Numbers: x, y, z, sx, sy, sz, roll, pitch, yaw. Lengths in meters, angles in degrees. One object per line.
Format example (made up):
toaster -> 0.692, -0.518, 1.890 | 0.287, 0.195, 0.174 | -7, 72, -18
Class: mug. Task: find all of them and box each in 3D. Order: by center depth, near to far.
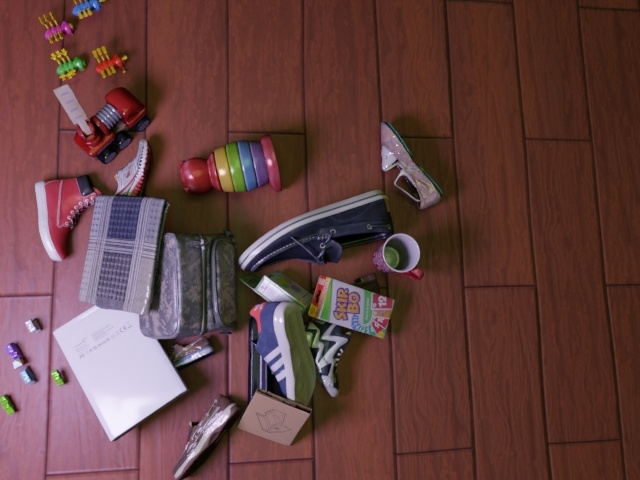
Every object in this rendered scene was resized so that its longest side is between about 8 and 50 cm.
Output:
mug -> 0.227, 0.064, 1.687 | 0.113, 0.169, 0.150 | -19, 86, -11

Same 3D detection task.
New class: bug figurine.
bug figurine -> -0.723, -0.606, 1.696 | 0.216, 0.072, 0.279 | -21, 90, -4

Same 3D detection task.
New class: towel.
towel -> -0.541, 0.036, 1.535 | 0.312, 0.056, 0.324 | 5, 84, 34

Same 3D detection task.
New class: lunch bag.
lunch bag -> -0.352, 0.121, 1.575 | 0.256, 0.213, 0.305 | 5, 79, -48

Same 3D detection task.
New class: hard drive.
hard drive -> -0.557, 0.337, 1.552 | 0.233, 0.047, 0.353 | -33, 72, -11

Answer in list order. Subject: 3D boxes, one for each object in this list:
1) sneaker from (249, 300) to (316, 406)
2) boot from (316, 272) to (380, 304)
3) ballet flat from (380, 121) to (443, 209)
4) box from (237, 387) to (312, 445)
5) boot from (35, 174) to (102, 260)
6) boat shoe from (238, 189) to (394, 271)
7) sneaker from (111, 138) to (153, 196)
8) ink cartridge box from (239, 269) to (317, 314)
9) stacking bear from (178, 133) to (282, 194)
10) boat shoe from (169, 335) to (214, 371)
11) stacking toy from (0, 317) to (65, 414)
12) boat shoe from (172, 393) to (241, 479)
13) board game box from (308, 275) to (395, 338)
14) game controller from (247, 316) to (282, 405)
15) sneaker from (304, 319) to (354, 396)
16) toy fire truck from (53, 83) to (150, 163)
sneaker -> -0.115, 0.326, 1.577 | 0.148, 0.131, 0.350 | 2, 110, 30
boot -> 0.088, 0.183, 1.695 | 0.219, 0.082, 0.106 | -21, 83, -13
ballet flat -> 0.262, -0.231, 1.773 | 0.106, 0.107, 0.316 | -37, 88, 2
box -> -0.132, 0.503, 1.572 | 0.164, 0.201, 0.021 | 23, 39, -5
boot -> -0.714, -0.069, 1.614 | 0.176, 0.088, 0.244 | -10, 80, -11
boat shoe -> 0.000, 0.000, 1.660 | 0.500, 0.187, 0.156 | -21, 79, -16
sneaker -> -0.562, -0.200, 1.652 | 0.093, 0.088, 0.225 | 17, 80, -4
ink cartridge box -> -0.121, 0.144, 1.630 | 0.209, 0.109, 0.062 | 36, 105, 10
stacking bear -> -0.275, -0.212, 1.667 | 0.289, 0.164, 0.175 | -13, 84, -5
boat shoe -> -0.403, 0.335, 1.615 | 0.183, 0.066, 0.066 | -22, 70, -10
stacking toy -> -0.836, 0.346, 1.555 | 0.167, 0.052, 0.221 | -28, 89, -9
boat shoe -> -0.338, 0.553, 1.586 | 0.095, 0.095, 0.257 | 37, 79, 22
board game box -> 0.094, 0.197, 1.637 | 0.259, 0.039, 0.124 | 20, 83, -23
game controller -> -0.130, 0.368, 1.655 | 0.167, 0.067, 0.319 | 3, 82, -22
sneaker -> 0.048, 0.335, 1.660 | 0.153, 0.094, 0.235 | -23, 89, -14
toy fire truck -> -0.626, -0.363, 1.585 | 0.158, 0.246, 0.217 | 43, 79, -1
